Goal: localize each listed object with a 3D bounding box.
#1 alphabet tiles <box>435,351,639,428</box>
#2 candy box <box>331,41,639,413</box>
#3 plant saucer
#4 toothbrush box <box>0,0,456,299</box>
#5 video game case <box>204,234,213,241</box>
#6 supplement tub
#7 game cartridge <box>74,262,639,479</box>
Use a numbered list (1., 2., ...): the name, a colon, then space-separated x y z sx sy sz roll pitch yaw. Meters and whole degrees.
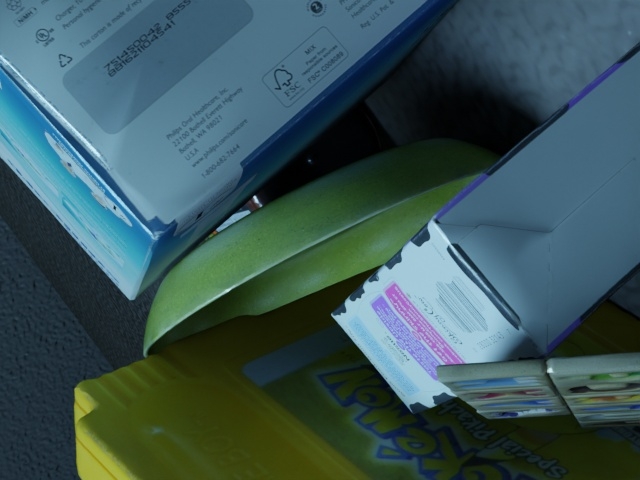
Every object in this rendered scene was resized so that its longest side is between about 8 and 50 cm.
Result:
1. alphabet tiles: 0.164 0.065 0.562 0.237 0.198 0.009 43 -137 -71
2. candy box: 0.103 -0.008 0.599 0.070 0.165 0.196 49 162 4
3. plant saucer: 0.000 0.000 0.767 0.037 0.241 0.241 63 164 8
4. toothbrush box: -0.051 -0.093 0.672 0.126 0.216 0.295 48 169 0
5. video game case: -0.023 0.015 1.171 0.275 0.035 0.248 43 162 15
6. supplement tub: -0.035 -0.048 0.953 0.106 0.106 0.198 52 163 -10
7. game cartridge: 0.069 0.110 0.696 0.285 0.324 0.052 34 129 38
